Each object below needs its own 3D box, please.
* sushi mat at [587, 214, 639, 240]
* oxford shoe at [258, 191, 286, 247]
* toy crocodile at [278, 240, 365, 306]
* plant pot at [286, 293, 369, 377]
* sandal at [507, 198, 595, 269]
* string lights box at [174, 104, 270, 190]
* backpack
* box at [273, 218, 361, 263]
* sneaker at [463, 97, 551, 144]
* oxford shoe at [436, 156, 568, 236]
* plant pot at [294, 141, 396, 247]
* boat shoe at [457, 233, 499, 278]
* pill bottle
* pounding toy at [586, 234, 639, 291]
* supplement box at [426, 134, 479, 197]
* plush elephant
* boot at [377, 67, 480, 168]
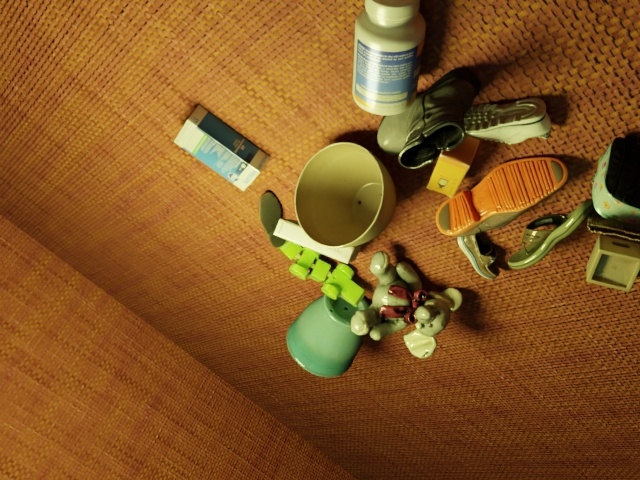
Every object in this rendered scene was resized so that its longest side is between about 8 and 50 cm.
[{"bbox_3d":[0.697,-0.028,1.517,0.152,0.316,0.019,14,101,21],"label":"sushi mat"},{"bbox_3d":[-0.171,-0.076,2.162,0.076,0.076,0.212,49,155,46],"label":"oxford shoe"},{"bbox_3d":[0.003,0.110,2.248,0.341,0.115,0.105,33,163,-6],"label":"toy crocodile"},{"bbox_3d":[0.048,0.311,2.364,0.272,0.271,0.255,28,131,-2],"label":"plant pot"},{"bbox_3d":[0.592,-0.029,1.717,0.086,0.120,0.302,43,139,6],"label":"sandal"},{"bbox_3d":[-0.297,-0.273,1.973,0.260,0.076,0.133,36,144,-13],"label":"string lights box"},{"bbox_3d":[0.690,-0.116,1.458,0.166,0.188,0.144,21,145,5],"label":"backpack"},{"bbox_3d":[0.000,0.000,1.999,0.232,0.058,0.322,22,-178,7],"label":"box"},{"bbox_3d":[0.416,-0.264,1.537,0.235,0.090,0.095,2,149,33],"label":"sneaker"},{"bbox_3d":[0.478,-0.109,1.695,0.133,0.129,0.364,12,153,-44],"label":"oxford shoe"},{"bbox_3d":[0.099,-0.110,1.810,0.284,0.283,0.191,-4,170,36],"label":"plant pot"},{"bbox_3d":[0.473,0.044,1.905,0.183,0.066,0.066,43,140,-23],"label":"boat shoe"},{"bbox_3d":[0.149,-0.423,1.437,0.152,0.152,0.272,17,144,12],"label":"pill bottle"},{"bbox_3d":[0.785,0.062,1.725,0.141,0.100,0.130,14,129,12],"label":"pounding toy"},{"bbox_3d":[0.326,-0.185,1.632,0.078,0.080,0.233,22,164,6],"label":"supplement box"},{"bbox_3d":[0.293,0.220,2.087,0.256,0.271,0.330,19,175,33],"label":"plush elephant"},{"bbox_3d":[0.221,-0.251,1.550,0.118,0.222,0.338,35,144,-13],"label":"boot"}]
